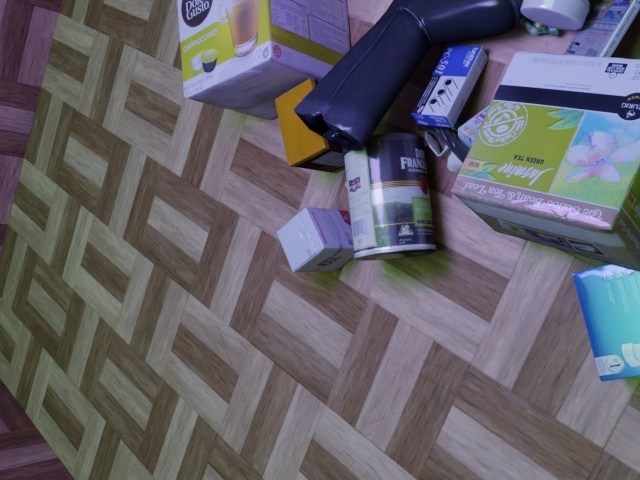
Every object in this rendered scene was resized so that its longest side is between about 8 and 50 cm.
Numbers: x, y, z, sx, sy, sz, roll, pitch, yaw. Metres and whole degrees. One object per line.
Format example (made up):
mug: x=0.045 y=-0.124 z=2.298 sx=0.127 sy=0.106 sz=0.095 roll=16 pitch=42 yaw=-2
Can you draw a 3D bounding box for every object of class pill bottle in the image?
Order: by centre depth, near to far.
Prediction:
pill bottle: x=0.520 y=-0.601 z=1.343 sx=0.176 sy=0.176 sz=0.318 roll=25 pitch=101 yaw=38

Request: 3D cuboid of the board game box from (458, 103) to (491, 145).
board game box: x=0.397 y=-0.256 z=1.479 sx=0.154 sy=0.026 sz=0.103 roll=-38 pitch=56 yaw=-13

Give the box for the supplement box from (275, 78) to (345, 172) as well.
supplement box: x=0.007 y=-0.296 z=1.763 sx=0.129 sy=0.194 sz=0.191 roll=-21 pitch=75 yaw=38

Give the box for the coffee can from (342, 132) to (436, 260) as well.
coffee can: x=0.166 y=-0.099 z=1.616 sx=0.201 sy=0.201 sz=0.275 roll=-11 pitch=82 yaw=40

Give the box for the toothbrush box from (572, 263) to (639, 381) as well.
toothbrush box: x=0.655 y=0.129 z=1.239 sx=0.295 sy=0.126 sz=0.216 roll=-22 pitch=73 yaw=38

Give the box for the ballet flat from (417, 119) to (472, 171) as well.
ballet flat: x=0.322 y=-0.223 z=1.569 sx=0.280 sy=0.095 sz=0.096 roll=56 pitch=132 yaw=39

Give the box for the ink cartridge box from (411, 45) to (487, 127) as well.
ink cartridge box: x=0.301 y=-0.359 z=1.555 sx=0.097 sy=0.046 sz=0.207 roll=15 pitch=69 yaw=40

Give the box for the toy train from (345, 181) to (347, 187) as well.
toy train: x=0.112 y=-0.106 z=1.763 sx=0.125 sy=0.046 sz=0.166 roll=-32 pitch=69 yaw=35

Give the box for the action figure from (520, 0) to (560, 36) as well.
action figure: x=0.454 y=-0.532 z=1.485 sx=0.137 sy=0.063 sz=0.232 roll=-47 pitch=64 yaw=25

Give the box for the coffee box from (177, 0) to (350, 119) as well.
coffee box: x=-0.150 y=-0.556 z=1.813 sx=0.337 sy=0.338 sz=0.334 roll=-11 pitch=81 yaw=39

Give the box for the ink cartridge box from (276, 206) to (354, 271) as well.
ink cartridge box: x=0.000 y=0.000 z=1.768 sx=0.127 sy=0.176 sz=0.128 roll=-38 pitch=64 yaw=32

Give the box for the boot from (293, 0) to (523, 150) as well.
boot: x=0.191 y=-0.393 z=1.505 sx=0.445 sy=0.146 sz=0.367 roll=-49 pitch=37 yaw=-13

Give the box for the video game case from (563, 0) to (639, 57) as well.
video game case: x=0.566 y=-0.438 z=1.312 sx=0.023 sy=0.212 sz=0.193 roll=25 pitch=109 yaw=-5

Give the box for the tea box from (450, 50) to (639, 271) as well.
tea box: x=0.486 y=-0.156 z=1.262 sx=0.329 sy=0.220 sz=0.323 roll=19 pitch=82 yaw=45
